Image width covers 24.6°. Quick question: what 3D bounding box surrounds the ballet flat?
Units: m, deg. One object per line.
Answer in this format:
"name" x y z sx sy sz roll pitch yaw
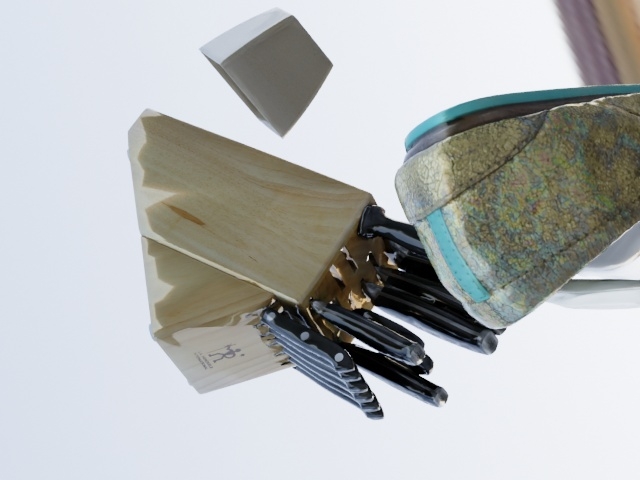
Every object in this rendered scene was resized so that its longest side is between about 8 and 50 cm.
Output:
"ballet flat" 0.193 -0.033 0.730 0.348 0.123 0.123 -15 -106 -31

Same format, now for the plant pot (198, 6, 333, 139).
"plant pot" -0.051 -0.189 1.576 0.109 0.096 0.109 49 177 -24

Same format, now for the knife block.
"knife block" 0.000 0.000 1.023 0.088 0.242 0.276 61 -167 -52

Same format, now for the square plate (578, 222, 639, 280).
"square plate" 0.347 -0.100 1.246 0.049 0.344 0.347 32 -174 18
